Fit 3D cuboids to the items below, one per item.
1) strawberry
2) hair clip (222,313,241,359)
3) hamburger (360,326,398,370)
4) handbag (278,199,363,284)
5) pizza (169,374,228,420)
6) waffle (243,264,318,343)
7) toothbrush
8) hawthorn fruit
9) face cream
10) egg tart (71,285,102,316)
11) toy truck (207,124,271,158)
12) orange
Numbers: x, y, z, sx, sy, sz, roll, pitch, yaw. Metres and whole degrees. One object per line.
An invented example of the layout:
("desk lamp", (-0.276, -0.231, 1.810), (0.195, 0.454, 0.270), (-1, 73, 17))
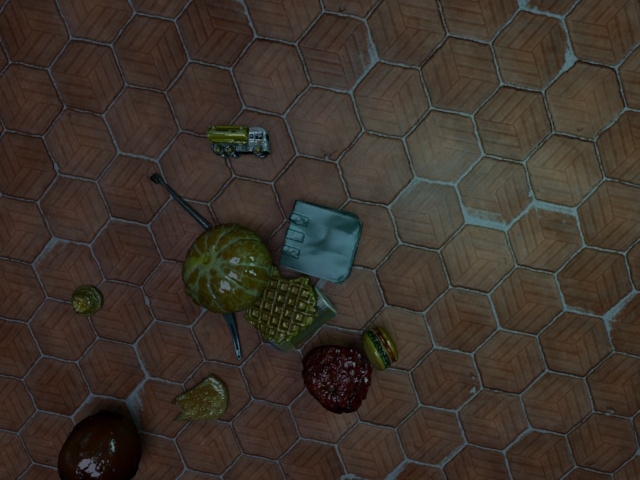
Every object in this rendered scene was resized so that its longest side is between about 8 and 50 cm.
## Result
("strawberry", (0.056, 0.519, 1.586), (0.273, 0.220, 0.274), (7, 117, 15))
("hair clip", (-0.340, 0.362, 1.687), (0.039, 0.070, 0.230), (-13, 106, 1))
("hamburger", (0.222, 0.405, 1.608), (0.115, 0.162, 0.162), (-26, 97, -6))
("handbag", (0.002, -0.001, 1.588), (0.273, 0.100, 0.269), (13, 103, 2))
("pizza", (-0.490, 0.665, 1.746), (0.262, 0.034, 0.181), (-27, 96, 6))
("waffle", (-0.156, 0.231, 1.609), (0.300, 0.058, 0.282), (39, 95, 14))
("toothbrush", (-0.527, -0.143, 1.623), (0.297, 0.031, 0.030), (44, 124, -6))
("hawthorn fruit", (-0.849, 0.835, 1.674), (0.315, 0.316, 0.316), (0, 99, 3))
("face cream", (-0.085, 0.315, 1.653), (0.285, 0.067, 0.139), (-39, 90, 7))
("egg tart", (-0.928, 0.241, 1.693), (0.130, 0.052, 0.131), (0, 96, 2))
("toy truck", (-0.293, -0.357, 1.542), (0.226, 0.098, 0.114), (2, 93, 4))
("orange", (-0.328, 0.100, 1.526), (0.328, 0.249, 0.330), (-6, 70, 16))
